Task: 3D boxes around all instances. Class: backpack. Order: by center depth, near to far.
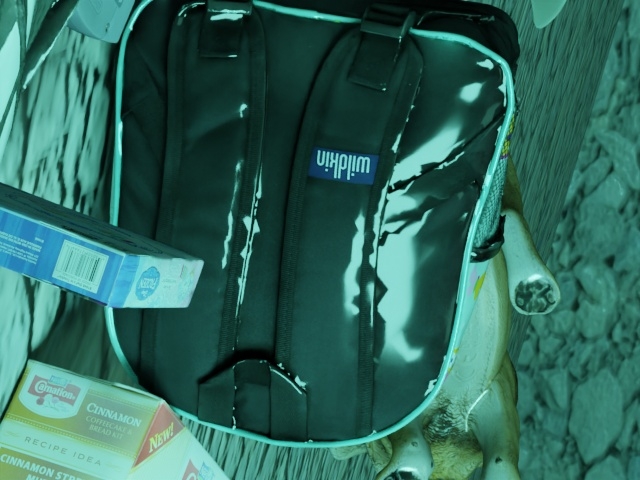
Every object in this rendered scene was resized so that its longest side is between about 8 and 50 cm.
[{"bbox_3d":[-0.005,-0.015,0.802,0.144,0.165,0.188,-63,161,-77],"label":"backpack"}]

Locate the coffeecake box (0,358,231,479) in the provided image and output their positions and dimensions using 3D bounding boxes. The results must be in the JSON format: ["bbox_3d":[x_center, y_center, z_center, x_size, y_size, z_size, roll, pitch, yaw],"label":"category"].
[{"bbox_3d":[-0.108,0.165,0.809,0.142,0.068,0.185,61,47,-61],"label":"coffeecake box"}]

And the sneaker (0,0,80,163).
[{"bbox_3d":[-0.104,-0.055,0.513,0.106,0.078,0.234,-31,136,-69],"label":"sneaker"}]

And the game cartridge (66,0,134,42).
[{"bbox_3d":[-0.081,-0.106,0.698,0.083,0.017,0.056,68,38,-72],"label":"game cartridge"}]

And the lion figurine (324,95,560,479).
[{"bbox_3d":[0.084,0.029,1.293,0.240,0.142,0.392,-92,-170,-59],"label":"lion figurine"}]

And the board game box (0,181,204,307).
[{"bbox_3d":[-0.092,-0.002,0.618,0.090,0.090,0.020,5,105,-78],"label":"board game box"}]

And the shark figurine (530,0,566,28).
[{"bbox_3d":[0.059,-0.143,1.028,0.116,0.166,0.278,-13,141,-52],"label":"shark figurine"}]
